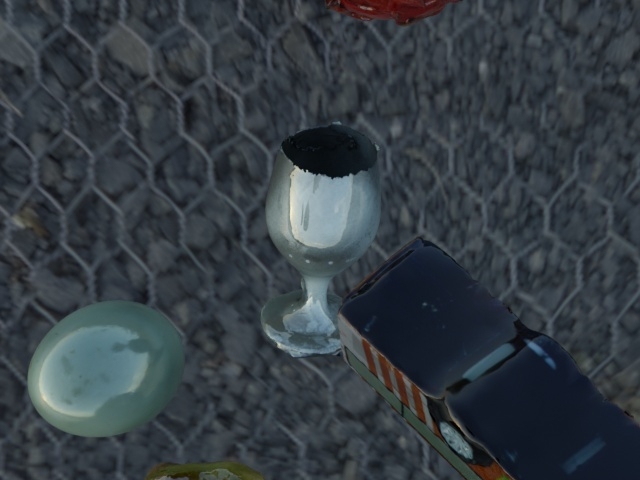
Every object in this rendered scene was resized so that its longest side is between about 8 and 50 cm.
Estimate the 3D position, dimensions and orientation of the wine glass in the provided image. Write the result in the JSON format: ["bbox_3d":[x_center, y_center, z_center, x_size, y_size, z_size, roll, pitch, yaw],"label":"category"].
[{"bbox_3d":[0.000,0.000,1.655,0.126,0.126,0.241,12,126,6],"label":"wine glass"}]

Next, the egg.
[{"bbox_3d":[-0.240,0.145,1.741,0.192,0.149,0.149,-26,77,-42],"label":"egg"}]

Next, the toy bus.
[{"bbox_3d":[0.174,0.161,0.930,0.093,0.092,0.409,-38,66,-18],"label":"toy bus"}]

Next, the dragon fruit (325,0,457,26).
[{"bbox_3d":[0.068,-0.275,1.387,0.210,0.172,0.172,0,78,44],"label":"dragon fruit"}]

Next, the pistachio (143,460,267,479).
[{"bbox_3d":[-0.148,0.315,1.818,0.189,0.100,0.110,-5,82,30],"label":"pistachio"}]
